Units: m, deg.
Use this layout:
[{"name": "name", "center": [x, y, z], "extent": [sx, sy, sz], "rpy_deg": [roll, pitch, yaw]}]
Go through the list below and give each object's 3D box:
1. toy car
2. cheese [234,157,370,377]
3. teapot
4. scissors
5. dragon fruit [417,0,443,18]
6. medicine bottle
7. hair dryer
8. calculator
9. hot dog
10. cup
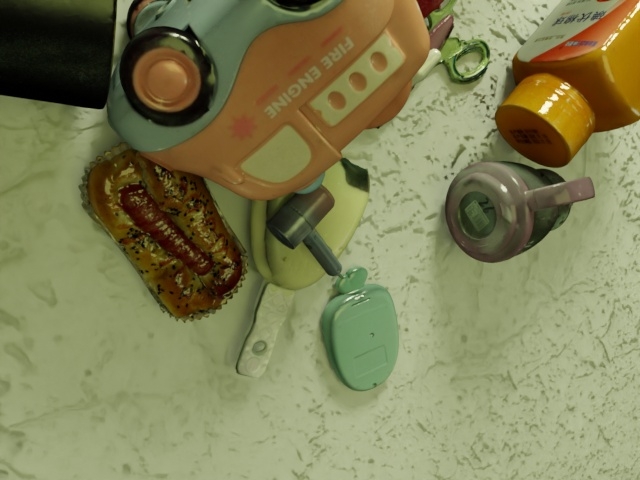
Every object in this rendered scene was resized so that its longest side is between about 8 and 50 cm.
[{"name": "toy car", "center": [-0.036, -0.149, 0.592], "extent": [0.270, 0.180, 0.212], "rpy_deg": [-39, 121, 10]}, {"name": "cheese", "center": [-0.035, 0.023, 0.730], "extent": [0.127, 0.054, 0.252], "rpy_deg": [20, 92, -30]}, {"name": "teapot", "center": [0.235, -0.050, 0.816], "extent": [0.146, 0.116, 0.148], "rpy_deg": [-12, 149, -38]}, {"name": "scissors", "center": [0.110, -0.200, 0.776], "extent": [0.187, 0.020, 0.133], "rpy_deg": [-41, 121, -16]}, {"name": "dragon fruit", "center": [0.078, -0.285, 0.678], "extent": [0.136, 0.133, 0.166], "rpy_deg": [13, 84, -38]}, {"name": "medicine bottle", "center": [0.309, -0.198, 0.807], "extent": [0.222, 0.149, 0.112], "rpy_deg": [-49, 117, -10]}, {"name": "hair dryer", "center": [0.000, 0.000, 0.696], "extent": [0.063, 0.037, 0.114], "rpy_deg": [-46, 128, -14]}, {"name": "calculator", "center": [0.048, 0.104, 0.808], "extent": [0.095, 0.021, 0.153], "rpy_deg": [-20, 113, -24]}, {"name": "hot dog", "center": [-0.142, -0.012, 0.664], "extent": [0.108, 0.059, 0.191], "rpy_deg": [-36, 117, -12]}, {"name": "cup", "center": [-0.256, -0.215, 0.533], "extent": [0.177, 0.239, 0.166], "rpy_deg": [0, 142, -22]}]
